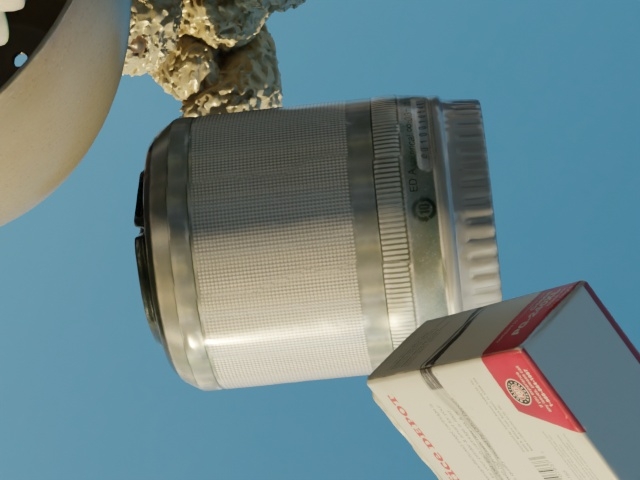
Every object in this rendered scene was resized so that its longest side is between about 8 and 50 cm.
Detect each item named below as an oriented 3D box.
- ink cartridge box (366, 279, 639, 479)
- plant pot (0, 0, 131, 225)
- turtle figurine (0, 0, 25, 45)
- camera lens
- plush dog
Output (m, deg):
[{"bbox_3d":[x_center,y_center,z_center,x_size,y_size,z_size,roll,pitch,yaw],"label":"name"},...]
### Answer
[{"bbox_3d":[0.111,0.091,0.979,0.063,0.109,0.150,-45,-167,-29],"label":"ink cartridge box"},{"bbox_3d":[-0.220,-0.109,0.975,0.284,0.191,0.284,-6,-117,12],"label":"plant pot"},{"bbox_3d":[-0.259,-0.098,0.638,0.275,0.266,0.198,60,-16,29],"label":"turtle figurine"},{"bbox_3d":[0.000,0.000,1.420,0.274,0.219,0.219,-6,-126,5],"label":"camera lens"},{"bbox_3d":[-0.147,-0.216,1.560,0.210,0.225,0.262,62,-33,34],"label":"plush dog"}]
